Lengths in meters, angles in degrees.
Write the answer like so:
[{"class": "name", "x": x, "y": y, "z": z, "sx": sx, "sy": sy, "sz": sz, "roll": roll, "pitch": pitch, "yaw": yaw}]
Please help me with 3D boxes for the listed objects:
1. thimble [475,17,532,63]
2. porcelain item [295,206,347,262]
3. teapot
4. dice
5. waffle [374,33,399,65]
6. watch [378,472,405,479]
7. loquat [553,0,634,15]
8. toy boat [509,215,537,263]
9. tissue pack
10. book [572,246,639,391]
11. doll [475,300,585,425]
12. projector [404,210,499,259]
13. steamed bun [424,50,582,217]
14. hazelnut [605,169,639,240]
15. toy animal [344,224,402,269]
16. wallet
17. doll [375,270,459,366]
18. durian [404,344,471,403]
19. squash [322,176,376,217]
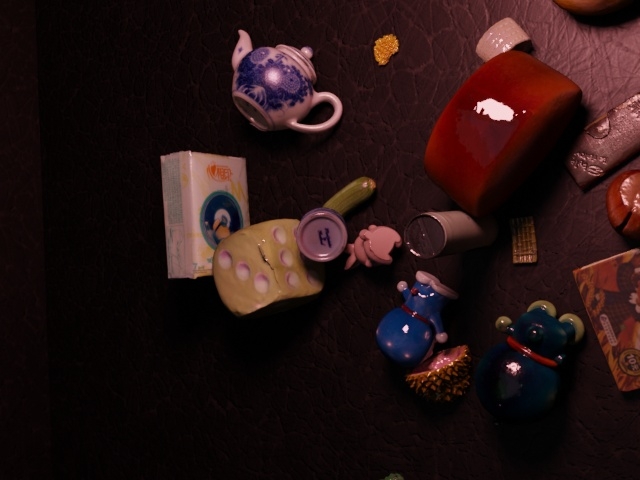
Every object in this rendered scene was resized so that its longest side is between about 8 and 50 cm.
[{"class": "thimble", "x": 0.448, "y": -0.478, "z": 1.720, "sx": 0.115, "sy": 0.102, "sz": 0.090, "roll": -37, "pitch": 67, "yaw": 1}, {"class": "porcelain item", "x": 0.005, "y": -0.018, "z": 1.986, "sx": 0.147, "sy": 0.114, "sz": 0.147, "roll": 1, "pitch": 102, "yaw": 3}, {"class": "teapot", "x": -0.116, "y": -0.473, "z": 2.083, "sx": 0.424, "sy": 0.252, "sz": 0.280, "roll": 38, "pitch": 77, "yaw": 10}, {"class": "dice", "x": -0.156, "y": 0.089, "z": 2.105, "sx": 0.249, "sy": 0.254, "sz": 0.252, "roll": -27, "pitch": 77, "yaw": 38}, {"class": "waffle", "x": 0.186, "y": -0.539, "z": 1.970, "sx": 0.085, "sy": 0.016, "sz": 0.078, "roll": -28, "pitch": 75, "yaw": 34}, {"class": "watch", "x": 0.176, "y": 0.731, "z": 1.972, "sx": 0.152, "sy": 0.131, "sz": 0.165, "roll": -11, "pitch": 89, "yaw": 55}, {"class": "loquat", "x": 0.608, "y": -0.591, "z": 1.552, "sx": 0.227, "sy": 0.179, "sz": 0.179, "roll": 30, "pitch": 109, "yaw": 37}, {"class": "toy boat", "x": 0.505, "y": -0.001, "z": 1.744, "sx": 0.063, "sy": 0.016, "sz": 0.115, "roll": -6, "pitch": 88, "yaw": 38}, {"class": "tissue pack", "x": -0.357, "y": -0.077, "z": 2.232, "sx": 0.162, "sy": 0.287, "sz": 0.388, "roll": -4, "pitch": 89, "yaw": 33}, {"class": "book", "x": 0.799, "y": 0.134, "z": 1.510, "sx": 0.428, "sy": 0.039, "sz": 0.300, "roll": -26, "pitch": 76, "yaw": 35}, {"class": "doll", "x": 0.483, "y": 0.303, "z": 1.669, "sx": 0.198, "sy": 0.186, "sz": 0.322, "roll": 24, "pitch": 103, "yaw": 35}, {"class": "projector", "x": 0.322, "y": -0.020, "z": 1.685, "sx": 0.108, "sy": 0.337, "sz": 0.108, "roll": 3, "pitch": 95, "yaw": 34}, {"class": "steamed bun", "x": 0.411, "y": -0.255, "z": 1.629, "sx": 0.235, "sy": 0.248, "sz": 0.379, "roll": 45, "pitch": 103, "yaw": 27}, {"class": "hazelnut", "x": 0.693, "y": -0.077, "z": 1.536, "sx": 0.143, "sy": 0.143, "sz": 0.154, "roll": -34, "pitch": 64, "yaw": 33}, {"class": "toy animal", "x": 0.142, "y": 0.022, "z": 1.982, "sx": 0.212, "sy": 0.124, "sz": 0.124, "roll": 153, "pitch": 107, "yaw": -68}, {"class": "wallet", "x": 0.663, "y": -0.227, "z": 1.607, "sx": 0.232, "sy": 0.031, "sz": 0.122, "roll": -39, "pitch": 70, "yaw": 32}, {"class": "doll", "x": 0.256, "y": 0.213, "z": 1.873, "sx": 0.257, "sy": 0.161, "sz": 0.215, "roll": -56, "pitch": 41, "yaw": 6}, {"class": "durian", "x": 0.311, "y": 0.352, "z": 1.853, "sx": 0.182, "sy": 0.165, "sz": 0.132, "roll": -6, "pitch": 55, "yaw": 15}, {"class": "squash", "x": 0.076, "y": -0.116, "z": 2.033, "sx": 0.219, "sy": 0.068, "sz": 0.077, "roll": -39, "pitch": 50, "yaw": 32}]
